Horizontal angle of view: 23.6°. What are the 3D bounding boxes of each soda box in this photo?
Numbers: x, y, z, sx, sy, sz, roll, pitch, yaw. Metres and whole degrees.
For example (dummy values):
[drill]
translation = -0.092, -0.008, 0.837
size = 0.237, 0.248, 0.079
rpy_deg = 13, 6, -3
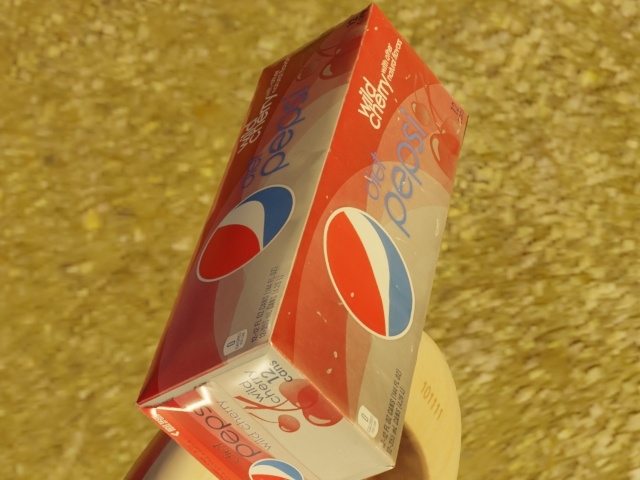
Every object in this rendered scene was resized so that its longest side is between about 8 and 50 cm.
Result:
[soda box]
translation = 0.000, 0.000, 0.753
size = 0.083, 0.263, 0.092
rpy_deg = -27, 119, 32

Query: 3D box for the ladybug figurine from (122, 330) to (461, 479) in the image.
[ladybug figurine]
translation = -0.056, 0.246, 1.202
size = 0.162, 0.305, 0.449
rpy_deg = 8, 49, 42
